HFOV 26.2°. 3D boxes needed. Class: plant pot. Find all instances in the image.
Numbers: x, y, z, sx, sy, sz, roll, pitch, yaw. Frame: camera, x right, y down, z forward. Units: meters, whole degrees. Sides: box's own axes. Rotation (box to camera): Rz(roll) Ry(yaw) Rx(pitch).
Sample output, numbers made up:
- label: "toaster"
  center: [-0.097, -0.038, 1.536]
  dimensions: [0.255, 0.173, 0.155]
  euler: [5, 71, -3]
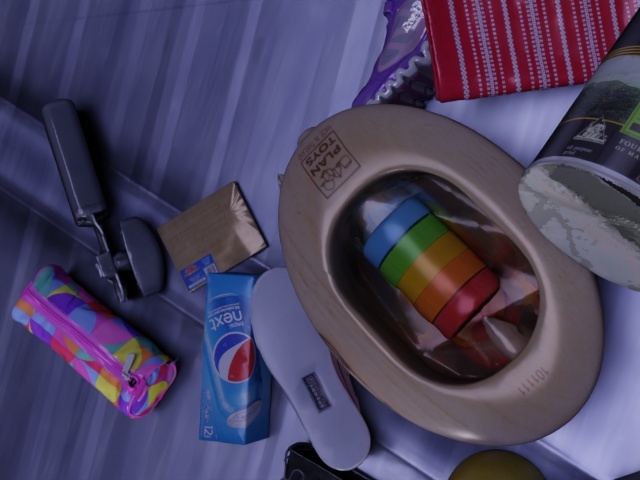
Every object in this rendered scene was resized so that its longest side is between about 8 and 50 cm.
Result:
- label: "plant pot"
  center: [0.192, 0.313, 1.583]
  dimensions: [0.134, 0.095, 0.134]
  euler: [0, 89, 23]

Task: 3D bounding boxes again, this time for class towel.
- label: "towel"
  center: [0.247, -0.268, 1.539]
  dimensions: [0.275, 0.031, 0.198]
  euler: [-8, 93, 1]

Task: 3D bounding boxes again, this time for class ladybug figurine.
- label: "ladybug figurine"
  center: [0.139, 0.031, 1.569]
  dimensions: [0.305, 0.162, 0.449]
  euler: [-44, 75, 16]

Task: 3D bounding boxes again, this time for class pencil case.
- label: "pencil case"
  center: [-0.292, 0.131, 1.784]
  dimensions: [0.236, 0.104, 0.104]
  euler: [35, 103, 20]

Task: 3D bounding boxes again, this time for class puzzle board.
- label: "puzzle board"
  center: [-0.140, -0.004, 1.767]
  dimensions: [0.128, 0.011, 0.096]
  euler: [-31, 80, 20]

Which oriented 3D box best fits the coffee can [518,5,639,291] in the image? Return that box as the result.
- label: "coffee can"
  center: [0.357, -0.111, 1.398]
  dimensions: [0.201, 0.201, 0.275]
  euler: [29, 70, 20]

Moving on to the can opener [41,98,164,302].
- label: "can opener"
  center: [-0.283, -0.055, 1.807]
  dimensions: [0.095, 0.076, 0.283]
  euler: [-17, 82, -11]

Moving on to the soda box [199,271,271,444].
- label: "soda box"
  center: [-0.103, 0.145, 1.718]
  dimensions: [0.067, 0.071, 0.210]
  euler: [3, 91, 23]

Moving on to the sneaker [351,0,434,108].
- label: "sneaker"
  center: [0.109, -0.242, 1.626]
  dimensions: [0.104, 0.095, 0.236]
  euler: [42, 99, 22]

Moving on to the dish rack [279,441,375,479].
- label: "dish rack"
  center: [-0.010, 0.351, 1.581]
  dimensions: [0.208, 0.271, 0.074]
  euler: [27, 115, 21]

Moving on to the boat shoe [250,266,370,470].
- label: "boat shoe"
  center: [-0.016, 0.158, 1.674]
  dimensions: [0.095, 0.084, 0.258]
  euler: [-19, 84, -2]

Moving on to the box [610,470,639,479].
- label: "box"
  center: [0.324, 0.358, 1.481]
  dimensions: [0.119, 0.182, 0.181]
  euler: [-24, 81, 21]

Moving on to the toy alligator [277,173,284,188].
- label: "toy alligator"
  center: [0.000, 0.000, 1.690]
  dimensions: [0.051, 0.056, 0.189]
  euler: [-16, 81, -20]
